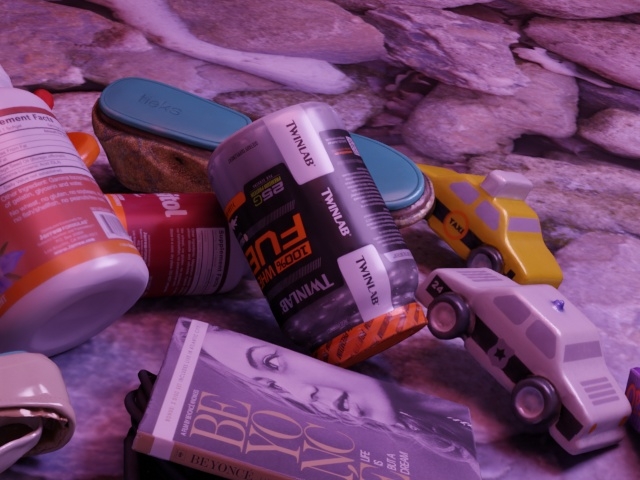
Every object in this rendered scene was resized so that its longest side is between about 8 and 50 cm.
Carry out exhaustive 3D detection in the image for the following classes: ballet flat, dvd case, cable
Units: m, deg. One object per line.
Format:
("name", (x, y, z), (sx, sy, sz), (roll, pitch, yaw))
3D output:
("ballet flat", (-0.255, 0.120, 0.644), (0.248, 0.086, 0.086), (-11, 34, -40))
("dvd case", (-0.001, 0.120, 0.728), (0.221, 0.018, 0.164), (17, 20, -4))
("cable", (-0.054, 0.134, 0.726), (0.151, 0.047, 0.184), (6, 26, -12))
("ballet flat", (-0.056, -0.057, 1.026), (0.349, 0.123, 0.123), (19, 27, 21))

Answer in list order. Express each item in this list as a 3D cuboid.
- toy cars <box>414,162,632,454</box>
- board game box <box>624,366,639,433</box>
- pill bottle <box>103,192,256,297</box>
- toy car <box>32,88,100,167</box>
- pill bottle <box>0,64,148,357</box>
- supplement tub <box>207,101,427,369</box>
("toy cars", (0.161, 0.022, 0.945), (0.176, 0.087, 0.393), (26, 23, -16))
("board game box", (0.343, 0.160, 0.717), (0.208, 0.056, 0.347), (7, 7, -2))
("pill bottle", (-0.115, 0.003, 0.916), (0.152, 0.086, 0.086), (-2, 29, -27))
("toy car", (-0.274, -0.068, 0.933), (0.182, 0.136, 0.159), (6, 27, -11))
("pill bottle", (-0.227, -0.030, 0.805), (0.121, 0.121, 0.216), (-18, 67, -45))
("supplement tub", (0.000, 0.000, 0.857), (0.117, 0.117, 0.190), (-16, 74, -43))
